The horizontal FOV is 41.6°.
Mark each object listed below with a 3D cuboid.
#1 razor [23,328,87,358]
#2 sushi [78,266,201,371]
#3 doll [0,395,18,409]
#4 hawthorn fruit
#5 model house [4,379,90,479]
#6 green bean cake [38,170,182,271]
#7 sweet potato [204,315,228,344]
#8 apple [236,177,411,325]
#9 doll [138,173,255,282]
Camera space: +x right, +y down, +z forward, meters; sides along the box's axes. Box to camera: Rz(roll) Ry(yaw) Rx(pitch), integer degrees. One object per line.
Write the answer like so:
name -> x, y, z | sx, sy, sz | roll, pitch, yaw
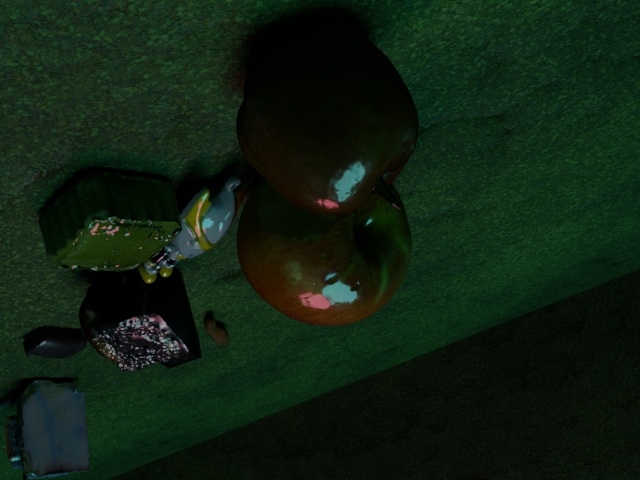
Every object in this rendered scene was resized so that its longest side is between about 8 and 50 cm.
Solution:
razor -> -0.650, 0.254, 2.062 | 0.090, 0.054, 0.148 | -31, 157, 20
sushi -> -0.404, 0.166, 1.829 | 0.212, 0.215, 0.227 | -21, 160, 7
doll -> -0.921, 0.475, 2.415 | 0.125, 0.027, 0.037 | -24, 155, 14
hawthorn fruit -> 0.023, -0.161, 1.264 | 0.267, 0.301, 0.268 | -35, 162, -13
model house -> -0.821, 0.546, 2.398 | 0.241, 0.261, 0.226 | -18, 162, 34
green bean cake -> -0.375, -0.028, 1.516 | 0.214, 0.113, 0.200 | 4, 149, -46
sweet potato -> -0.297, 0.247, 2.358 | 0.050, 0.050, 0.214 | -19, 155, 0
apple -> 0.000, 0.000, 1.617 | 0.339, 0.340, 0.339 | -16, 159, -7
doll -> -0.249, -0.023, 1.637 | 0.145, 0.103, 0.316 | 10, 140, -42
